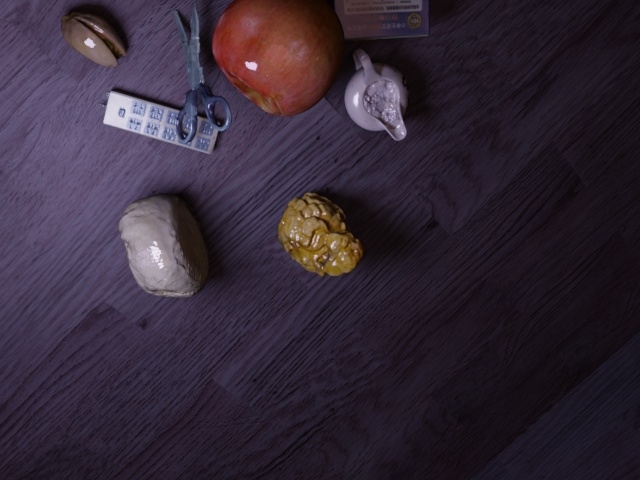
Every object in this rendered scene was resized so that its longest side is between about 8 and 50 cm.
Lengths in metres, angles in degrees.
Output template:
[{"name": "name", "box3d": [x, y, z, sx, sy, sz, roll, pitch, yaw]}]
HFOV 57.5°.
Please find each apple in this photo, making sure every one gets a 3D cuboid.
[{"name": "apple", "box3d": [-0.106, -0.538, 1.631, 0.364, 0.364, 0.364, -4, 112, -11]}]

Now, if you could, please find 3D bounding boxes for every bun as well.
[{"name": "bun", "box3d": [-0.484, 0.025, 1.780, 0.211, 0.360, 0.360, -17, 114, 2]}]

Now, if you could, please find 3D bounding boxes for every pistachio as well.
[{"name": "pistachio", "box3d": [-0.635, -0.565, 1.634, 0.124, 0.124, 0.185, -45, 120, 6]}]

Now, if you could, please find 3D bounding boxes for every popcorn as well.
[{"name": "popcorn", "box3d": [0.000, 0.000, 1.906, 0.225, 0.332, 0.265, -39, 147, -24]}]

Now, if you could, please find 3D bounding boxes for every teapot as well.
[{"name": "teapot", "box3d": [0.172, -0.464, 1.836, 0.208, 0.166, 0.299, -27, 125, 11]}]

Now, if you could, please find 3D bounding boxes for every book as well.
[{"name": "book", "box3d": [0.173, -0.808, 1.689, 0.300, 0.039, 0.428, -5, 107, -8]}]

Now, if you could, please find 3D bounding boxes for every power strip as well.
[{"name": "power strip", "box3d": [-0.488, -0.362, 1.780, 0.367, 0.043, 0.106, 14, 106, -17]}]

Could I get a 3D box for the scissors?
[{"name": "scissors", "box3d": [-0.364, -0.483, 1.678, 0.029, 0.256, 0.383, -12, 93, -47]}]
